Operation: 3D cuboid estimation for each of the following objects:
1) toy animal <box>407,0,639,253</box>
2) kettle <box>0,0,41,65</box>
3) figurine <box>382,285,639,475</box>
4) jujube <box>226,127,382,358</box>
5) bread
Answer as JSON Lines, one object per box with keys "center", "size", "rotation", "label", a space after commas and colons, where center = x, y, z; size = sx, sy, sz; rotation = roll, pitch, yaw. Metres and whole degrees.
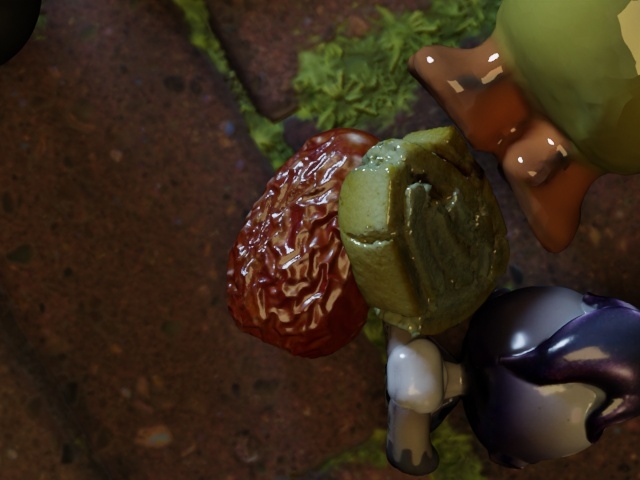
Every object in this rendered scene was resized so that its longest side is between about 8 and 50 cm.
{"center": [0.241, -0.161, 1.348], "size": [0.338, 0.191, 0.216], "rotation": [-40, 96, 6], "label": "toy animal"}
{"center": [-0.325, -0.208, 1.313], "size": [0.271, 0.207, 0.251], "rotation": [37, 54, -1], "label": "kettle"}
{"center": [0.155, 0.093, 1.421], "size": [0.222, 0.145, 0.145], "rotation": [-5, 99, 2], "label": "figurine"}
{"center": [0.000, 0.000, 1.424], "size": [0.112, 0.109, 0.176], "rotation": [24, 91, -40], "label": "jujube"}
{"center": [0.075, -0.008, 1.367], "size": [0.117, 0.064, 0.156], "rotation": [-45, 129, -23], "label": "bread"}
